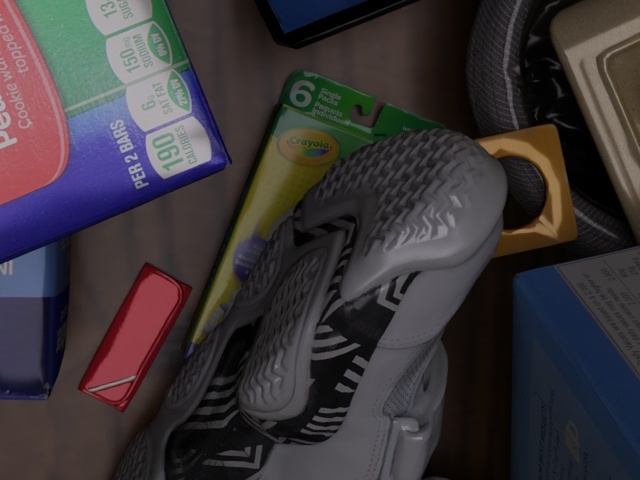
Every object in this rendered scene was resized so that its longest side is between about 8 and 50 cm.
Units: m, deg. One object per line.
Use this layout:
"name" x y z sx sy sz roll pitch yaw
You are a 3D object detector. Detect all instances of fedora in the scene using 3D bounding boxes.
"fedora" 0.217 -0.094 0.862 0.275 0.124 0.243 -11 94 1

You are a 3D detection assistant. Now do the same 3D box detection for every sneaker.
"sneaker" 0.035 0.110 0.807 0.210 0.137 0.366 27 124 -15

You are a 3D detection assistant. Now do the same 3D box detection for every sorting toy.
"sorting toy" 0.233 -0.059 0.777 0.348 0.047 0.196 -24 94 3

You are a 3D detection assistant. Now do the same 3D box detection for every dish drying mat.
"dish drying mat" -0.108 0.057 0.894 0.032 0.008 0.083 29 91 -7

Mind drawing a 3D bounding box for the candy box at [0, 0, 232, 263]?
"candy box" -0.236 -0.096 0.662 0.317 0.122 0.268 -23 97 -4

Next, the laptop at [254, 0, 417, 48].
"laptop" 0.033 -0.262 0.817 0.234 0.136 0.264 -22 97 -2

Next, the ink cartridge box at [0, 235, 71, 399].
"ink cartridge box" -0.264 -0.062 0.799 0.270 0.151 0.395 1 96 -7

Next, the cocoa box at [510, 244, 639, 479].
"cocoa box" 0.231 0.188 0.733 0.228 0.231 0.347 -12 124 -11

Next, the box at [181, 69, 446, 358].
"box" 0.000 0.000 0.886 0.105 0.043 0.179 20 90 -9
